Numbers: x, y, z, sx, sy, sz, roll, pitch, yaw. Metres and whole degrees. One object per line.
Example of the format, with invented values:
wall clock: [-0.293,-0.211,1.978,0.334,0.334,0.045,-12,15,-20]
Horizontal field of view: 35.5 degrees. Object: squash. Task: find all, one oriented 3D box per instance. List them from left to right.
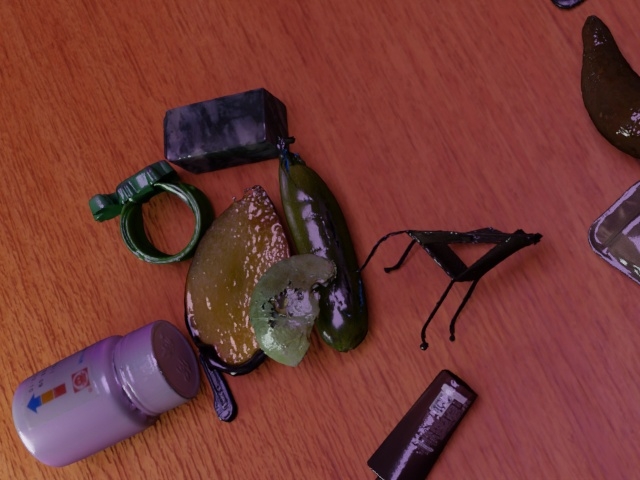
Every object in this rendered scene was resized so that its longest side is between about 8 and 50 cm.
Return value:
squash: [0.000,0.001,1.435,0.087,0.087,0.332,-24,73,17]

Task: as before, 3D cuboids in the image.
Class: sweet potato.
sweet potato: [0.428,-0.163,1.286,0.124,0.098,0.310,-41,64,-14]

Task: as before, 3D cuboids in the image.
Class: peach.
peach: [-0.108,0.059,1.477,0.189,0.068,0.279,14,88,26]

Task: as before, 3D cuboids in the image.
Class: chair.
chair: [0.175,0.024,1.317,0.213,0.174,0.149,-45,70,20]

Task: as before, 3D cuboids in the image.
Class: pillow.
pillow: [0.453,0.023,1.271,0.130,0.033,0.217,-45,66,6]

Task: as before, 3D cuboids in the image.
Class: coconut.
coconut: [-0.049,0.092,1.373,0.133,0.055,0.158,7,87,27]

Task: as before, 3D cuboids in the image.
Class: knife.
knife: [-0.156,0.215,1.495,0.031,0.018,0.121,-32,68,12]

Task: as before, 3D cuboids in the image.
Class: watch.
watch: [-0.253,-0.030,1.542,0.165,0.131,0.152,-33,87,9]

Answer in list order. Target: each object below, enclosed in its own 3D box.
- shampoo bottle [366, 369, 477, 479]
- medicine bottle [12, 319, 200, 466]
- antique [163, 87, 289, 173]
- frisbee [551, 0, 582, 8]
shampoo bottle: [0.122,0.285,1.340,0.068,0.067,0.236,39,96,34]
medicine bottle: [-0.316,0.226,1.486,0.254,0.152,0.152,-26,71,14]
antique: [-0.149,-0.164,1.529,0.182,0.088,0.086,-9,75,20]
frisbee: [0.438,-0.386,1.371,0.187,0.012,0.211,31,91,24]
